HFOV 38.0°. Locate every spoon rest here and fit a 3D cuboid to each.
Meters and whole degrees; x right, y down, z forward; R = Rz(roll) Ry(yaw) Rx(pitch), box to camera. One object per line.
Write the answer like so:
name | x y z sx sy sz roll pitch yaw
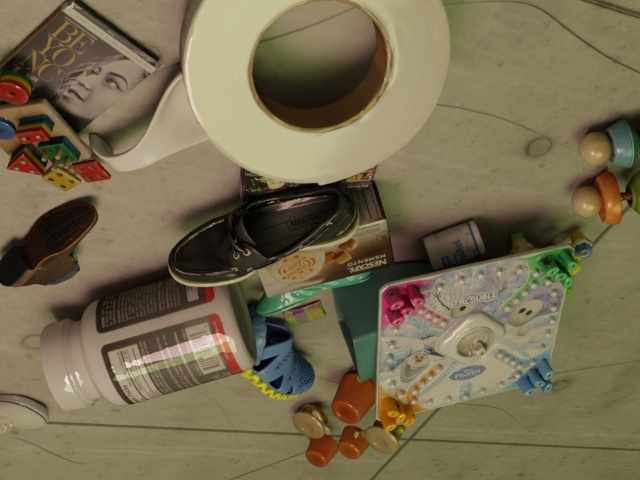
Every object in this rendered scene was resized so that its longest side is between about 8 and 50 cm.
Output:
spoon rest | -0.227 -0.181 1.421 0.276 0.084 0.137 -27 140 16

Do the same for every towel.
towel | -0.033 0.154 1.944 0.083 0.009 0.060 -18 142 5

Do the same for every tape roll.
tape roll | -0.006 -0.260 1.330 0.392 0.072 0.391 -7 125 -10

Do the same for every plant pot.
plant pot | 0.159 0.146 1.883 0.234 0.165 0.165 -17 141 -5

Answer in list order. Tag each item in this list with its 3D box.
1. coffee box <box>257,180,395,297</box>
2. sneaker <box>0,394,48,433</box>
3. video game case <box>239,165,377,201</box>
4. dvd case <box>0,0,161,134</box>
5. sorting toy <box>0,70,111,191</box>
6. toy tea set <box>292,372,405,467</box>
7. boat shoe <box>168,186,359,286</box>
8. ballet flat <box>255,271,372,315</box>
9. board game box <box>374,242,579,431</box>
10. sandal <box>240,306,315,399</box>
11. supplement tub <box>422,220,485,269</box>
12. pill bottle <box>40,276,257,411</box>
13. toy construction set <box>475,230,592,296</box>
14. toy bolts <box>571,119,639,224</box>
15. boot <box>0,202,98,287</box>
coffee box | 0.000 0.000 1.696 0.247 0.098 0.141 -14 141 0
sneaker | -0.693 0.373 1.939 0.258 0.091 0.094 18 131 -34
video game case | -0.015 -0.139 1.538 0.232 0.041 0.210 -6 153 -10
dvd case | -0.370 -0.239 1.359 0.221 0.018 0.165 -34 137 23
sorting toy | -0.433 -0.141 1.401 0.132 0.046 0.274 -5 147 19
toy tea set | 0.059 0.426 2.226 0.200 0.124 0.336 48 136 -12
boat shoe | -0.102 -0.014 1.567 0.340 0.127 0.113 -12 160 2
ballet flat | -0.023 0.066 1.801 0.247 0.083 0.087 -20 117 7
board game box | 0.302 0.202 1.829 0.390 0.050 0.389 -11 132 -11
sandal | -0.105 0.232 1.932 0.138 0.126 0.317 -36 138 18
supplement tub | 0.260 0.010 1.812 0.107 0.071 0.071 -21 141 6
pill bottle | -0.318 0.187 1.738 0.363 0.210 0.210 -16 141 3
toy construction set | 0.410 0.112 1.935 0.215 0.151 0.327 3 127 -21
toy bolts | 0.551 -0.102 1.685 0.159 0.218 0.228 -8 123 2
boot | -0.448 0.010 1.612 0.219 0.082 0.106 -33 160 16
